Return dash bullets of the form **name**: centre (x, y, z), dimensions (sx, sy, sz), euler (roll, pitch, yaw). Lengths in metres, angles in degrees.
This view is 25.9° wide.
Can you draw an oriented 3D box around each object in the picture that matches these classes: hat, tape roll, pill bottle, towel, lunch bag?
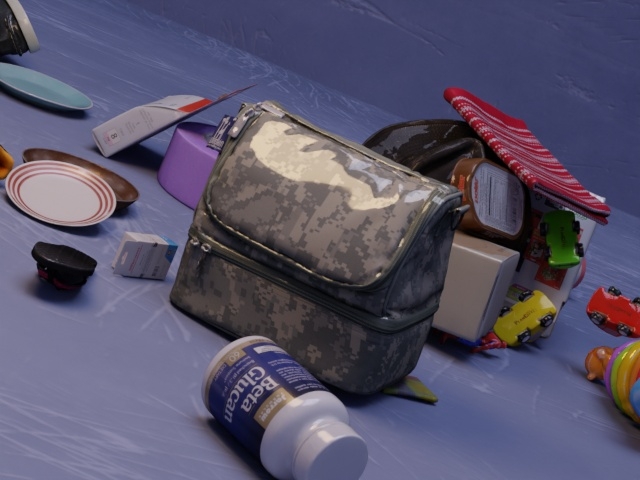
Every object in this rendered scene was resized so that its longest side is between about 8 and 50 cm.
- **hat**: centre (0.183, -0.073, 2.098), dimensions (0.331, 0.331, 0.134), euler (24, -27, 2)
- **tape roll**: centre (-0.112, -0.090, 2.172), dimensions (0.275, 0.090, 0.275), euler (22, 14, -6)
- **pill bottle**: centre (-0.032, 0.168, 1.306), dimensions (0.094, 0.094, 0.169), euler (11, 18, -42)
- **towel**: centre (0.316, -0.135, 2.143), dimensions (0.199, 0.031, 0.275), euler (21, 23, -40)
- **towel**: centre (0.098, 0.174, 1.675), dimensions (0.083, 0.009, 0.060), euler (14, 17, -31)
- **lunch bag**: centre (0.000, 0.000, 1.631), dimensions (0.305, 0.256, 0.212), euler (26, 15, 22)

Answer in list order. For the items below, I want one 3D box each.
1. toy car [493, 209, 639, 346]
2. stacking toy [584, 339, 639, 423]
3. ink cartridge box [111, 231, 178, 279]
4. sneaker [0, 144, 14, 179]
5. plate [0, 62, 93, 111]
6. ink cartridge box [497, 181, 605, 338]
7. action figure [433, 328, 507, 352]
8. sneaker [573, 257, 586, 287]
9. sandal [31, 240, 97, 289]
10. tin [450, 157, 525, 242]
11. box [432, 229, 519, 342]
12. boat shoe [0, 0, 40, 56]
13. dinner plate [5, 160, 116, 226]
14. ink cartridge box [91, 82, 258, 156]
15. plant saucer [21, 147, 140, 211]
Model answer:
- **toy car**: centre (0.374, 0.060, 2.109), dimensions (0.239, 0.225, 0.053), euler (-5, -30, 7)
- **stacking toy**: centre (0.461, 0.195, 1.962), dimensions (0.166, 0.175, 0.302), euler (49, -12, -16)
- **ink cartridge box**: centre (-0.217, 0.017, 1.670), dimensions (0.083, 0.048, 0.028), euler (8, 20, -48)
- **sneaker**: centre (-0.441, -0.104, 1.699), dimensions (0.083, 0.084, 0.215), euler (29, 13, 4)
- **plate**: centre (-0.472, -0.251, 2.326), dimensions (0.188, 0.024, 0.188), euler (22, 14, -6)
- **ink cartridge box**: centre (0.257, 0.004, 2.227), dimensions (0.309, 0.272, 0.130), euler (25, -24, 4)
- **action figure**: centre (0.214, 0.140, 1.955), dimensions (0.115, 0.030, 0.038), euler (9, 23, -26)
- **sneaker**: centre (0.338, -0.013, 2.566), dimensions (0.314, 0.116, 0.136), euler (31, 17, 28)
- **sandal**: centre (-0.284, 0.032, 1.546), dimensions (0.067, 0.040, 0.179), euler (29, -1, 0)
- **tin**: centre (0.245, -0.059, 2.010), dimensions (0.040, 0.106, 0.189), euler (-7, -13, 33)
- **box**: centre (0.107, 0.026, 1.953), dimensions (0.311, 0.121, 0.148), euler (20, 10, 14)
- **boat shoe**: centre (-0.612, -0.410, 2.532), dimensions (0.113, 0.127, 0.340), euler (-27, 43, -13)
- **dinner plate**: centre (-0.331, -0.056, 1.771), dimensions (0.141, 0.017, 0.141), euler (15, 32, -10)
- **ink cartridge box**: centre (-0.229, -0.213, 2.202), dimensions (0.066, 0.232, 0.189), euler (60, 13, -5)
- **plant saucer**: centre (-0.330, -0.079, 1.897), dimensions (0.168, 0.029, 0.168), euler (22, 13, -5)
